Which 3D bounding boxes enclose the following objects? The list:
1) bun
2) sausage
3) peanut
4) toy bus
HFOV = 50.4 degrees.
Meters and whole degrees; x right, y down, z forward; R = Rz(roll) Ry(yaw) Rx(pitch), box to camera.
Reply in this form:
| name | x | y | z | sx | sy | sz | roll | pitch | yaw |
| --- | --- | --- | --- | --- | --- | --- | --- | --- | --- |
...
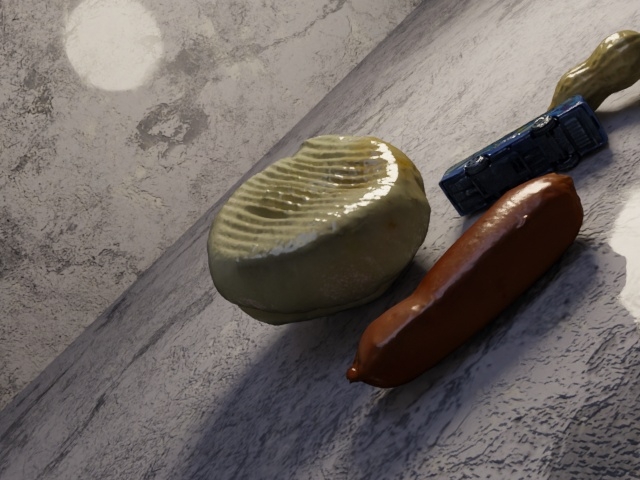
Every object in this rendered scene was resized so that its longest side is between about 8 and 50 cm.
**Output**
| name | x | y | z | sx | sy | sz | roll | pitch | yaw |
| --- | --- | --- | --- | --- | --- | --- | --- | --- | --- |
| bun | 0.000 | 0.000 | 1.056 | 0.365 | 0.219 | 0.365 | -20 | 30 | 12 |
| sausage | 0.171 | 0.054 | 0.788 | 0.348 | 0.094 | 0.097 | -43 | 5 | -3 |
| peanut | 0.396 | -0.230 | 0.978 | 0.082 | 0.082 | 0.187 | -55 | 6 | -37 |
| toy bus | 0.288 | -0.125 | 0.986 | 0.236 | 0.079 | 0.094 | -30 | 20 | 30 |
